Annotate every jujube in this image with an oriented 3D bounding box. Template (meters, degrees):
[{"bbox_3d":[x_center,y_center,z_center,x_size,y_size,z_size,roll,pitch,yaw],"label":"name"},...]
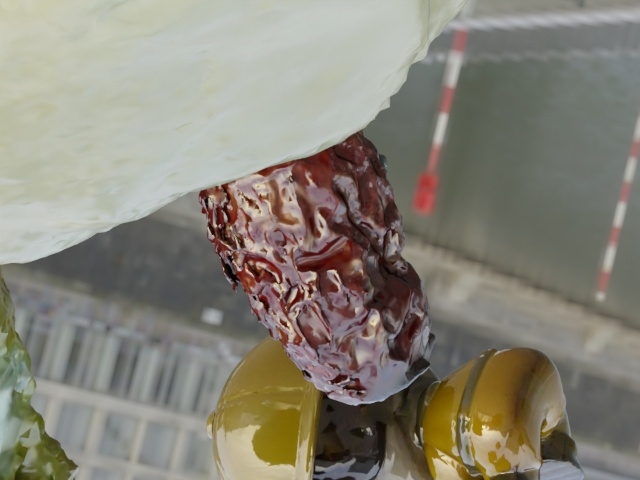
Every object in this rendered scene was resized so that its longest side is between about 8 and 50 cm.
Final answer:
[{"bbox_3d":[-0.004,0.001,0.897,0.104,0.166,0.104,-21,176,-2],"label":"jujube"}]

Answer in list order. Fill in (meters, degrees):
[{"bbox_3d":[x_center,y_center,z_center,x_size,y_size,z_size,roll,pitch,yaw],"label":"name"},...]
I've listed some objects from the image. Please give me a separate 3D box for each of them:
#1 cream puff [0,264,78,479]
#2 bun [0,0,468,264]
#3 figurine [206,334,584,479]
[{"bbox_3d":[-0.298,0.108,1.049,0.274,0.270,0.323,-19,-172,5],"label":"cream puff"},{"bbox_3d":[-0.041,-0.138,0.584,0.202,0.364,0.364,39,166,-18],"label":"bun"},{"bbox_3d":[0.044,0.128,1.282,0.256,0.192,0.167,-14,124,30],"label":"figurine"}]
